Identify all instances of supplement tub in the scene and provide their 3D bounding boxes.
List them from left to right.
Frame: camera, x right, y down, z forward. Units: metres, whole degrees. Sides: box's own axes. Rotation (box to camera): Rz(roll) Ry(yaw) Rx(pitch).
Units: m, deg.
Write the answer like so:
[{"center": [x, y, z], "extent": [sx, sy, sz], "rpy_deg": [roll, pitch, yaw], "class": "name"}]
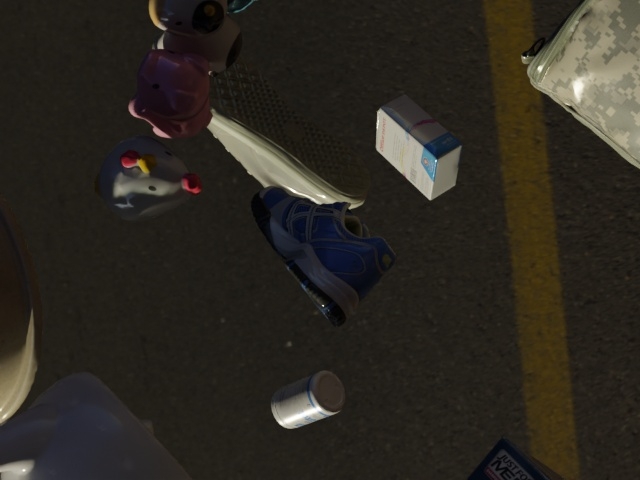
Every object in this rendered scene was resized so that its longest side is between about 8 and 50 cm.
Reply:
[{"center": [-0.019, 0.253, 1.436], "extent": [0.107, 0.071, 0.071], "rpy_deg": [-30, 76, 41], "class": "supplement tub"}]

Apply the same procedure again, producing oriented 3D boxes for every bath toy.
[{"center": [-0.157, -0.187, 1.053], "extent": [0.129, 0.151, 0.348], "rpy_deg": [4, 70, 35], "class": "bath toy"}]

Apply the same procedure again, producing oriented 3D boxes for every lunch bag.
[{"center": [0.385, -0.173, 0.883], "extent": [0.305, 0.212, 0.256], "rpy_deg": [41, 105, 12], "class": "lunch bag"}]

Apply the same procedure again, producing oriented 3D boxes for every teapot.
[{"center": [-0.236, 0.276, 0.927], "extent": [0.256, 0.187, 0.252], "rpy_deg": [44, 162, 7], "class": "teapot"}]

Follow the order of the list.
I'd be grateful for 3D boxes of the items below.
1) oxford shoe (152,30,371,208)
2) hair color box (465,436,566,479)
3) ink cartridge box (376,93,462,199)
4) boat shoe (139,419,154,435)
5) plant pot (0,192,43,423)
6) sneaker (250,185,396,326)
[{"center": [-0.117, -0.188, 1.542], "extent": [0.449, 0.169, 0.130], "rpy_deg": [40, 135, 0], "class": "oxford shoe"}, {"center": [0.207, 0.451, 1.214], "extent": [0.347, 0.174, 0.105], "rpy_deg": [-50, 37, 3], "class": "hair color box"}, {"center": [0.135, -0.131, 1.261], "extent": [0.122, 0.052, 0.089], "rpy_deg": [46, 155, 28], "class": "ink cartridge box"}, {"center": [-0.319, 0.329, 1.176], "extent": [0.108, 0.301, 0.102], "rpy_deg": [-10, 100, 29], "class": "boat shoe"}, {"center": [-0.513, 0.081, 0.920], "extent": [0.333, 0.305, 0.334], "rpy_deg": [8, 104, 33], "class": "plant pot"}, {"center": [0.000, 0.000, 0.835], "extent": [0.081, 0.080, 0.211], "rpy_deg": [-39, 37, -3], "class": "sneaker"}]
